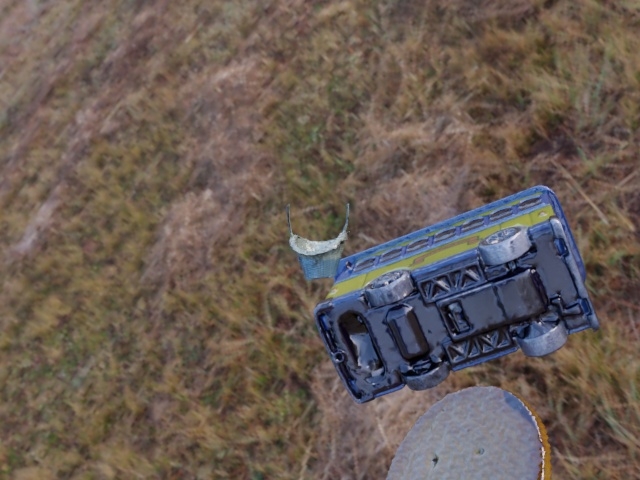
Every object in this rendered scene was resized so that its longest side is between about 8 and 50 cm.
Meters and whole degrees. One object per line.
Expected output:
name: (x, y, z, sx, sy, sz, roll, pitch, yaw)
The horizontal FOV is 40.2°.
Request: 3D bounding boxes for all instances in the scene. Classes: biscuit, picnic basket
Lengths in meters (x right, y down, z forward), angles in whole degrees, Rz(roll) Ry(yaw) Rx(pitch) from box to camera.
biscuit: (0.200, 0.346, 1.227, 0.305, 0.038, 0.305, -38, 34, 32)
picnic basket: (0.000, 0.000, 0.914, 0.065, 0.083, 0.083, -4, 5, 7)

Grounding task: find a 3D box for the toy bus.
toy bus: (0.152, 0.062, 0.993, 0.288, 0.138, 0.175, -21, 13, 16)
